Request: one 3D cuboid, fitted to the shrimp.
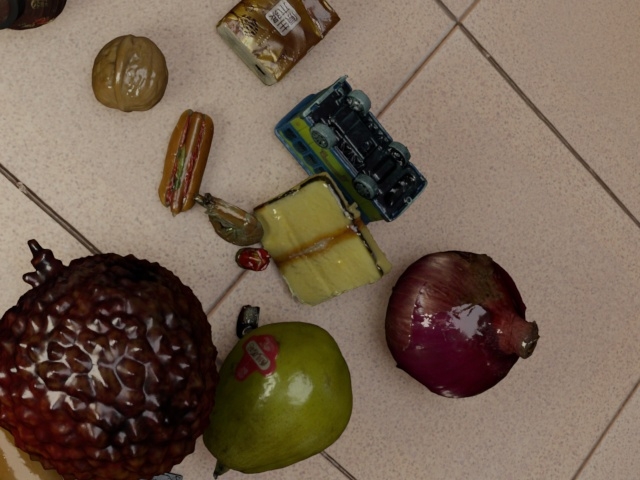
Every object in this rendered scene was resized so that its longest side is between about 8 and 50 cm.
[{"bbox_3d":[-0.202,-0.046,1.907,0.180,0.099,0.041,35,43,-23],"label":"shrimp"}]

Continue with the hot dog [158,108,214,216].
[{"bbox_3d":[-0.285,-0.163,1.892,0.092,0.062,0.235,13,84,-24],"label":"hot dog"}]

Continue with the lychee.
[{"bbox_3d":[-0.405,0.210,1.646,0.425,0.424,0.500,-26,80,-20],"label":"lychee"}]

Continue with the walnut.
[{"bbox_3d":[-0.388,-0.341,1.817,0.167,0.149,0.166,0,72,1],"label":"walnut"}]

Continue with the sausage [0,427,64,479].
[{"bbox_3d":[-0.579,0.426,1.707,0.134,0.116,0.354,-32,91,-38],"label":"sausage"}]

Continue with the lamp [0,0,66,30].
[{"bbox_3d":[-0.596,-0.518,1.704,0.247,0.247,0.246,1,87,-21],"label":"lamp"}]

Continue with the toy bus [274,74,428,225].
[{"bbox_3d":[0.068,-0.187,1.959,0.152,0.190,0.312,-46,104,-24],"label":"toy bus"}]

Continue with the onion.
[{"bbox_3d":[0.337,0.192,1.952,0.348,0.385,0.347,-5,98,-33],"label":"onion"}]

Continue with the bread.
[{"bbox_3d":[0.000,0.000,1.901,0.198,0.236,0.263,-36,99,-19],"label":"bread"}]

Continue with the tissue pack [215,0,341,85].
[{"bbox_3d":[-0.092,-0.480,1.966,0.226,0.092,0.183,-46,104,-14],"label":"tissue pack"}]

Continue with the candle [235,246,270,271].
[{"bbox_3d":[-0.142,0.040,1.902,0.052,0.131,0.052,0,90,-21],"label":"candle"}]

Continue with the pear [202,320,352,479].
[{"bbox_3d":[-0.101,0.338,1.827,0.287,0.287,0.375,41,83,-15],"label":"pear"}]

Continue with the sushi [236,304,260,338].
[{"bbox_3d":[-0.160,0.182,1.945,0.046,0.044,0.083,7,83,1],"label":"sushi"}]

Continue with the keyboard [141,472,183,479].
[{"bbox_3d":[-0.366,0.503,1.860,0.155,0.010,0.053,18,82,-20],"label":"keyboard"}]
